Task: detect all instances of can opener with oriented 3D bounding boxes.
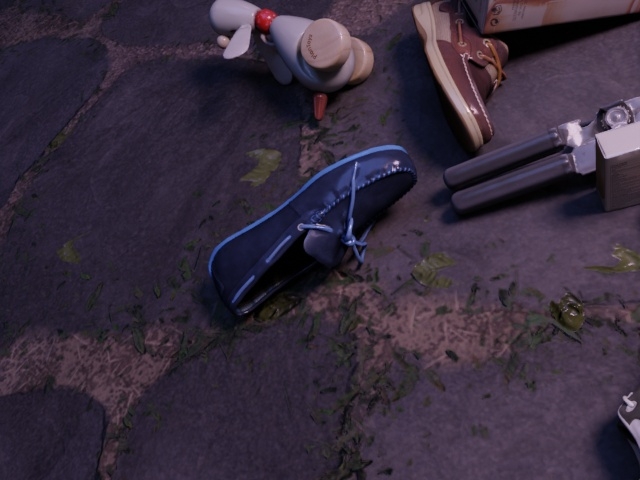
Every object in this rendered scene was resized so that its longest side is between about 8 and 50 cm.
[{"bbox_3d":[0.316,-0.108,0.828,0.284,0.095,0.075,-20,75,22],"label":"can opener"}]

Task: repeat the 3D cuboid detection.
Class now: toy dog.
[{"bbox_3d":[-0.064,-0.325,1.092,0.334,0.220,0.160,31,106,45],"label":"toy dog"}]

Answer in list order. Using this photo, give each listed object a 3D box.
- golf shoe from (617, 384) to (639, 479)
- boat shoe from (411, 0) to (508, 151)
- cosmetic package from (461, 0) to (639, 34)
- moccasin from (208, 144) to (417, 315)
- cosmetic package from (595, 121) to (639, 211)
[{"bbox_3d":[0.358,0.152,0.598,0.120,0.105,0.272,-1,56,33],"label":"golf shoe"},{"bbox_3d":[0.234,-0.283,0.950,0.123,0.123,0.341,-18,46,14],"label":"boat shoe"},{"bbox_3d":[0.374,-0.424,0.918,0.297,0.129,0.153,-8,50,-2],"label":"cosmetic package"},{"bbox_3d":[0.000,0.000,0.870,0.342,0.138,0.116,-35,53,17],"label":"moccasin"},{"bbox_3d":[0.376,-0.089,0.746,0.060,0.115,0.041,-15,53,14],"label":"cosmetic package"}]
